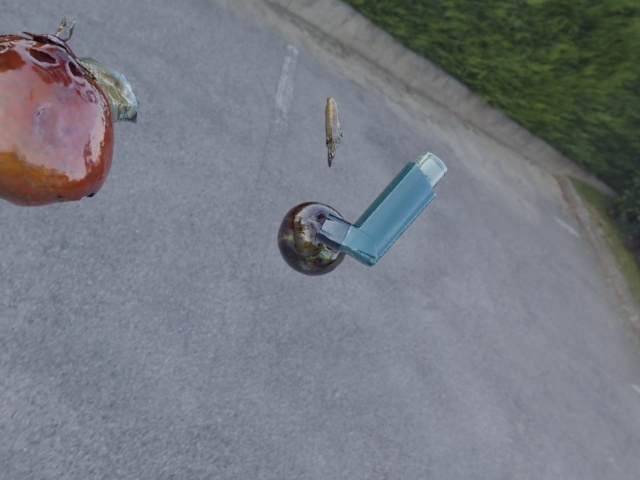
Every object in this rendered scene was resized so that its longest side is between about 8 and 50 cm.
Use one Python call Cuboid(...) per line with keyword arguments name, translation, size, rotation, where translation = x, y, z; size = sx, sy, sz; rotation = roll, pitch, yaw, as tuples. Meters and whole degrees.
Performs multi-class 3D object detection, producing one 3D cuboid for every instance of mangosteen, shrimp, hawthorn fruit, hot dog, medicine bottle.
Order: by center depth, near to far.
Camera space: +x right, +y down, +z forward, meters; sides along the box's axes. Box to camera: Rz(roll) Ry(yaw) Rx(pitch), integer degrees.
Cuboid(name="hawthorn fruit", translation=(-0.461, -0.214, 0.811), size=(0.275, 0.308, 0.276), rotation=(19, 8, -3))
Cuboid(name="medicine bottle", translation=(0.115, -0.062, 0.923), size=(0.124, 0.258, 0.079), rotation=(44, -5, 5))
Cuboid(name="hot dog", translation=(-0.527, -0.352, 1.201), size=(0.270, 0.081, 0.163), rotation=(-51, 122, -76))
Cuboid(name="mangosteen", translation=(0.000, 0.000, 1.512), size=(0.231, 0.289, 0.232), rotation=(-5, 99, -31))
Cuboid(name="shrimp", translation=(0.050, -0.387, 1.824), size=(0.117, 0.066, 0.262), rotation=(32, 57, -81))
